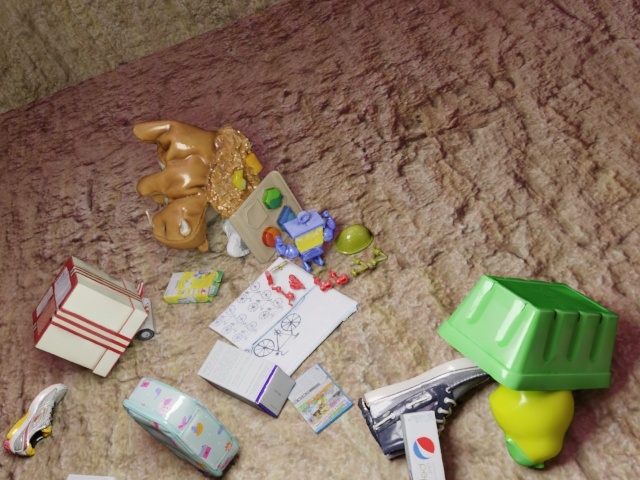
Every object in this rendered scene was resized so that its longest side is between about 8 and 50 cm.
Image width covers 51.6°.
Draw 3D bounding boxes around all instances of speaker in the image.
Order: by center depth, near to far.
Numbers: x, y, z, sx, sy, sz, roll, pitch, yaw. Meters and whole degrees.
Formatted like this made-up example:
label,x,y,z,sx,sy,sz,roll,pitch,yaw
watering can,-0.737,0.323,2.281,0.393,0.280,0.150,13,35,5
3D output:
label,x,y,z,sx,sy,sz,roll,pitch,yaw
speaker,-0.548,0.241,2.056,0.055,0.055,0.136,-23,45,0

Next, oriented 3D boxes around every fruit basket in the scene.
label,x,y,z,sx,sy,sz,roll,pitch,yaw
fruit basket,0.457,0.288,1.471,0.392,0.392,0.283,-35,37,-12

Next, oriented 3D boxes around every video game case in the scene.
label,x,y,z,sx,sy,sz,roll,pitch,yaw
video game case,-0.009,0.406,1.716,0.119,0.015,0.166,-35,46,-13

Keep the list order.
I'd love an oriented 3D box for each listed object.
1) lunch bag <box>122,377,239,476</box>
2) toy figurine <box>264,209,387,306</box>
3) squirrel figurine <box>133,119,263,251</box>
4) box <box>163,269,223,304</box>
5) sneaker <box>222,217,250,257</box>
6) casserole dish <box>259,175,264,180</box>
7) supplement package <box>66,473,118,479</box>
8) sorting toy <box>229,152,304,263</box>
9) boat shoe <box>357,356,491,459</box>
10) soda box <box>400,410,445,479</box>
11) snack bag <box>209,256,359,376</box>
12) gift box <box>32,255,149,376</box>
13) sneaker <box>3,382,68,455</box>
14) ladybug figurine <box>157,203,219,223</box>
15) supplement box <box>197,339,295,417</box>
label,x,y,z,sx,sy,sz,roll,pitch,yaw
lunch bag,-0.341,0.457,1.617,0.224,0.279,0.107,7,50,41
toy figurine,0.000,0.000,1.919,0.363,0.217,0.191,-24,41,-13
squirrel figurine,-0.371,-0.159,2.069,0.397,0.281,0.370,-5,68,3
box,-0.395,0.146,2.095,0.179,0.043,0.105,-5,47,20
sneaker,-0.276,-0.024,2.188,0.115,0.090,0.232,-10,37,23
casserole dish,-0.258,-0.169,2.273,0.189,0.037,0.114,-8,74,-18
supplement package,-0.558,0.701,1.571,0.139,0.133,0.244,-3,47,19
sorting toy,-0.178,-0.104,2.056,0.041,0.307,0.229,14,55,46
boat shoe,0.270,0.397,1.558,0.341,0.127,0.158,-22,56,5
soda box,0.225,0.483,1.437,0.069,0.074,0.216,-6,75,-3
snack bag,-0.109,0.218,1.918,0.323,0.037,0.343,-43,48,-20
gift box,-0.664,0.209,1.953,0.255,0.258,0.276,-52,31,7
sneaker,-0.792,0.512,1.892,0.093,0.088,0.225,21,57,11
ladybug figurine,-0.436,-0.232,2.380,0.305,0.161,0.449,0,49,22
supplement box,-0.196,0.363,1.748,0.220,0.111,0.113,14,65,33
